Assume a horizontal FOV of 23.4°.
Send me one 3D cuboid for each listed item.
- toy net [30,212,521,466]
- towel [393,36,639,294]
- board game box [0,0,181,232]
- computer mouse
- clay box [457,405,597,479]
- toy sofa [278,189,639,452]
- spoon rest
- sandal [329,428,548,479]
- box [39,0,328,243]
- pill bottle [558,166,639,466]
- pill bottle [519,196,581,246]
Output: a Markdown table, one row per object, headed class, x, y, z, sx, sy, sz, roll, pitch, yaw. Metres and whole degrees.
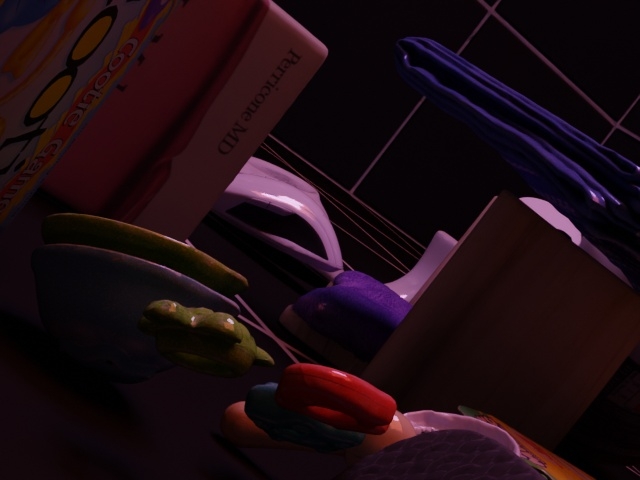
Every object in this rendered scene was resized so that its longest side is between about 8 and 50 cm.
| class | x | y | z | sx | sy | sz | roll | pitch | yaw |
| --- | --- | --- | --- | --- | --- | --- | --- | --- | --- |
| toy net | 0.010 | 0.054 | 0.539 | 0.232 | 0.045 | 0.122 | 29 | -22 | -36 |
| towel | 0.192 | 0.015 | 0.923 | 0.336 | 0.040 | 0.243 | 40 | 3 | -37 |
| board game box | -0.145 | -0.092 | 0.459 | 0.142 | 0.144 | 0.275 | 38 | 5 | 2 |
| computer mouse | -0.060 | -0.039 | 1.148 | 0.193 | 0.042 | 0.106 | 29 | 5 | -8 |
| clay box | 0.148 | 0.164 | 0.769 | 0.222 | 0.053 | 0.127 | 32 | 7 | -42 |
| toy sofa | 0.101 | 0.041 | 1.063 | 0.177 | 0.150 | 0.362 | 39 | 4 | 4 |
| spoon rest | 0.000 | 0.000 | 1.292 | 0.276 | 0.084 | 0.137 | 19 | 13 | -33 |
| sandal | 0.058 | 0.112 | 0.366 | 0.054 | 0.097 | 0.254 | 64 | -3 | -16 |
| box | -0.138 | -0.118 | 0.782 | 0.232 | 0.148 | 0.127 | 34 | 6 | -36 |
| pill bottle | 0.307 | 0.053 | 1.343 | 0.210 | 0.210 | 0.363 | 38 | -24 | 7 |
| pill bottle | 0.156 | 0.044 | 1.309 | 0.087 | 0.160 | 0.087 | 16 | 37 | -13 |
